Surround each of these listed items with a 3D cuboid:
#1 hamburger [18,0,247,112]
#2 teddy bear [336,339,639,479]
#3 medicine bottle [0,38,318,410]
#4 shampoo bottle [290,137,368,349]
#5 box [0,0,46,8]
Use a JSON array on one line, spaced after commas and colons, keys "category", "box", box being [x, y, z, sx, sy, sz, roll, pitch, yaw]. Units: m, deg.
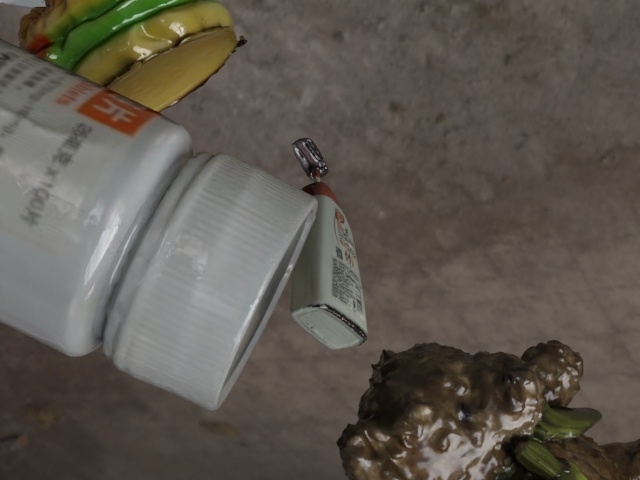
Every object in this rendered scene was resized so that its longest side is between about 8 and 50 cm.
[{"category": "hamburger", "box": [-0.210, -0.214, 1.221, 0.148, 0.237, 0.237, 57, 140, 3]}, {"category": "teddy bear", "box": [0.189, 0.157, 0.900, 0.296, 0.246, 0.222, -14, 122, 21]}, {"category": "medicine bottle", "box": [-0.208, -0.026, 0.953, 0.372, 0.211, 0.211, 25, 147, 3]}, {"category": "shampoo bottle", "box": [0.000, 0.000, 1.613, 0.071, 0.284, 0.153, -20, 146, 19]}, {"category": "box", "box": [-0.396, -0.506, 1.675, 0.107, 0.200, 0.299, 7, 136, 3]}]
